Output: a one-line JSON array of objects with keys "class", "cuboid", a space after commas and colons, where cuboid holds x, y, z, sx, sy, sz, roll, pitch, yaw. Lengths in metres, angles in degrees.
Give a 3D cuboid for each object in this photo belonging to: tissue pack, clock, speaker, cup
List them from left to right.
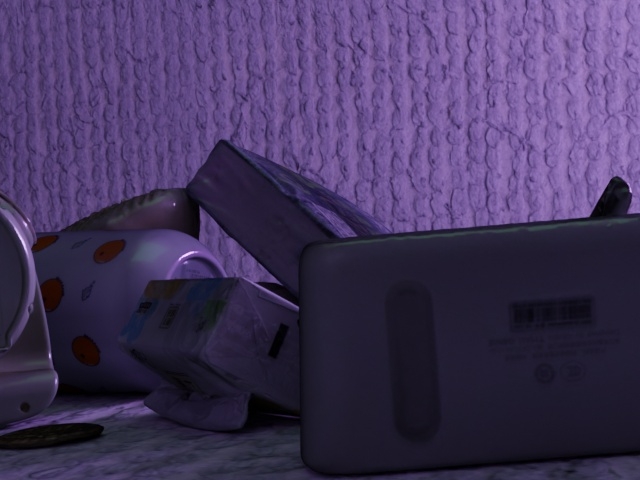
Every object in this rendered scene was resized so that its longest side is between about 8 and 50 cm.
[{"class": "clock", "cuboid": [-0.431, 0.049, 1.534, 0.265, 0.324, 0.108, -6, 1, -21]}, {"class": "cup", "cuboid": [-0.279, 0.090, 1.789, 0.317, 0.212, 0.212, -3, 2, 34]}, {"class": "tissue pack", "cuboid": [-0.100, 0.131, 1.462, 0.159, 0.145, 0.229, 32, -16, -26]}, {"class": "tissue pack", "cuboid": [0.000, 0.000, 2.180, 0.288, 0.124, 0.394, 42, 9, 24]}, {"class": "speaker", "cuboid": [0.179, 0.077, 1.169, 0.406, 0.184, 0.183, -5, 1, 0]}]

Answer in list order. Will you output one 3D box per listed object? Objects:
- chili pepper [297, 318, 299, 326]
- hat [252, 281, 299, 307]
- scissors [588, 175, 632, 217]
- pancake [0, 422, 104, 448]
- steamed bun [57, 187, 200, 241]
[{"class": "chili pepper", "cuboid": [0.101, 0.092, 1.397, 0.116, 0.148, 0.264, -49, -18, 14]}, {"class": "hat", "cuboid": [-0.096, 0.108, 2.100, 0.219, 0.164, 0.226, -3, 22, -8]}, {"class": "scissors", "cuboid": [0.234, 0.055, 1.329, 0.138, 0.289, 0.041, -3, 43, -22]}, {"class": "pancake", "cuboid": [-0.274, 0.194, 1.416, 0.114, 0.011, 0.115, -5, 1, 0]}, {"class": "steamed bun", "cuboid": [-0.319, 0.068, 2.147, 0.324, 0.219, 0.309, -29, 9, -23]}]
